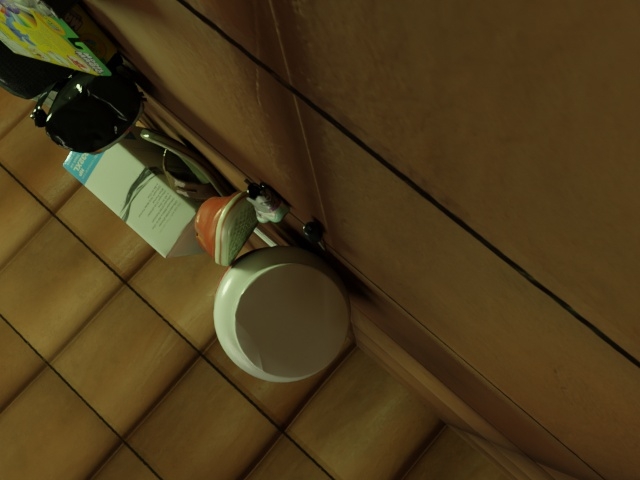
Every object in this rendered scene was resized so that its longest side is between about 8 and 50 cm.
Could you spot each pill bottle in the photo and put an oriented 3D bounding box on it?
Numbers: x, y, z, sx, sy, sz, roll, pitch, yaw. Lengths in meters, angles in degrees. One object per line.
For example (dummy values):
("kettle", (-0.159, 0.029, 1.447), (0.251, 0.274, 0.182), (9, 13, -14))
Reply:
("pill bottle", (-0.074, 0.123, 1.154), (0.229, 0.229, 0.408), (43, 173, -6))

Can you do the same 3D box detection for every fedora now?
("fedora", (-0.569, -0.371, 1.156), (0.334, 0.152, 0.334), (41, 172, 7))

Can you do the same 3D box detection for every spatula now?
("spatula", (-0.186, -0.047, 1.585), (0.242, 0.019, 0.168), (42, 172, 3))

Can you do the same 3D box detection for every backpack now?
("backpack", (-0.330, -0.200, 0.958), (0.115, 0.152, 0.182), (56, 179, -28))

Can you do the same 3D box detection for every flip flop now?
("flip flop", (-0.235, -0.108, 1.227), (0.112, 0.080, 0.277), (33, 169, 50))

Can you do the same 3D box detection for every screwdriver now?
("screwdriver", (0.000, 0.000, 0.887), (0.025, 0.024, 0.170), (10, 171, 13))

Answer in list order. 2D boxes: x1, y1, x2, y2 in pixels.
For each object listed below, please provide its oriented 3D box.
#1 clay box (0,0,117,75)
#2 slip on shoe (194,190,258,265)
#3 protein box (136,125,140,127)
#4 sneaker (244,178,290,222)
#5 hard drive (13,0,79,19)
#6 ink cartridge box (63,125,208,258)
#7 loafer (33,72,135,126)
("clay box", (-0.365, -0.286, 0.841), (0.222, 0.053, 0.127), (19, 163, 29))
("slip on shoe", (-0.167, -0.026, 1.107), (0.101, 0.123, 0.331), (35, 169, -6))
("protein box", (-0.455, -0.147, 1.696), (0.201, 0.200, 0.136), (39, 173, 15))
("sneaker", (-0.084, -0.059, 0.906), (0.069, 0.038, 0.098), (46, 163, -17))
("hard drive", (-0.365, -0.350, 0.557), (0.237, 0.064, 0.339), (34, 168, 47))
("ink cartridge box", (-0.347, -0.110, 1.382), (0.307, 0.129, 0.223), (40, -167, 12))
("loafer", (-0.532, -0.321, 1.435), (0.112, 0.112, 0.319), (-19, 152, 31))
